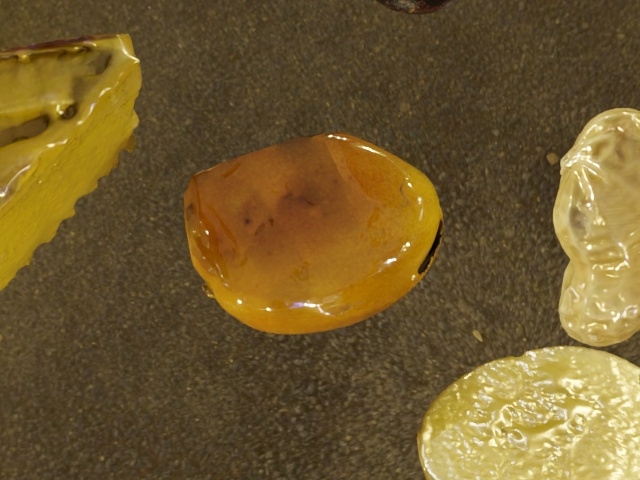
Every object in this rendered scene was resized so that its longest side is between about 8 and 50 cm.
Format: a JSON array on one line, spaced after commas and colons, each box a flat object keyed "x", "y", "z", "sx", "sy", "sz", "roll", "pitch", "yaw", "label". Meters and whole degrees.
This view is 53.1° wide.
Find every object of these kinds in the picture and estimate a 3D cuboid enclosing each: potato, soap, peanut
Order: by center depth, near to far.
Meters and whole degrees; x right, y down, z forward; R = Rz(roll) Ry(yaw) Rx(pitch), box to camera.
[{"x": -0.285, "y": 0.015, "z": 0.523, "sx": 0.339, "sy": 0.169, "sz": 0.304, "roll": -12, "pitch": 82, "yaw": -4, "label": "soap"}, {"x": 0.186, "y": 0.205, "z": 0.526, "sx": 0.178, "sy": 0.203, "sz": 0.158, "roll": 15, "pitch": 124, "yaw": 41, "label": "potato"}, {"x": 0.366, "y": -0.001, "z": 0.798, "sx": 0.153, "sy": 0.140, "sz": 0.325, "roll": -5, "pitch": 115, "yaw": -5, "label": "peanut"}]

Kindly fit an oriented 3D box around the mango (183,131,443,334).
[{"x": 0.000, "y": 0.000, "z": 0.599, "sx": 0.236, "sy": 0.136, "sz": 0.166, "roll": -19, "pitch": 82, "yaw": 0, "label": "mango"}]

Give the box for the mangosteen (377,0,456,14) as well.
[{"x": 0.165, "y": -0.495, "z": 0.979, "sx": 0.275, "sy": 0.275, "sz": 0.302, "roll": -57, "pitch": 25, "yaw": -2, "label": "mangosteen"}]
